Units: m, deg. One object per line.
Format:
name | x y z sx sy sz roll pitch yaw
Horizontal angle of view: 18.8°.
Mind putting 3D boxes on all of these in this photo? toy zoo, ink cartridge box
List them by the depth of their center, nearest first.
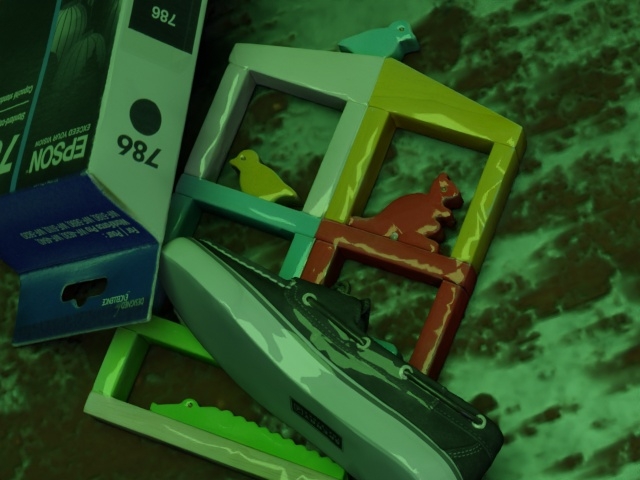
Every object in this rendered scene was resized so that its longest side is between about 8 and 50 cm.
toy zoo | 0.000 0.000 1.152 0.192 0.030 0.293 18 77 17
ink cartridge box | -0.139 -0.108 1.157 0.165 0.065 0.333 -14 63 50

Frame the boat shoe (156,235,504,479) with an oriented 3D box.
boat shoe | 0.007 0.062 1.077 0.228 0.080 0.076 37 63 25
